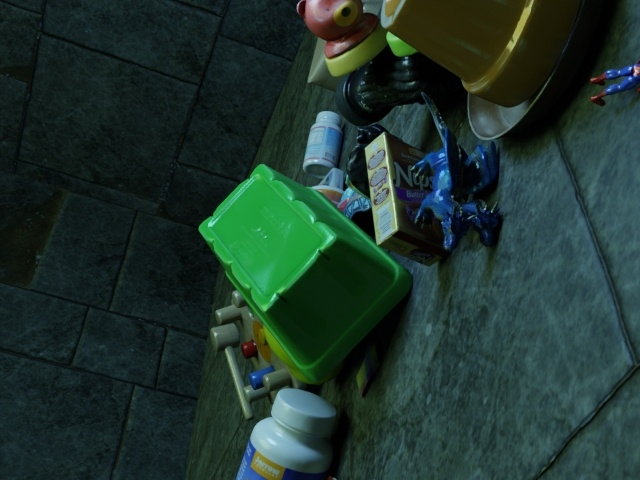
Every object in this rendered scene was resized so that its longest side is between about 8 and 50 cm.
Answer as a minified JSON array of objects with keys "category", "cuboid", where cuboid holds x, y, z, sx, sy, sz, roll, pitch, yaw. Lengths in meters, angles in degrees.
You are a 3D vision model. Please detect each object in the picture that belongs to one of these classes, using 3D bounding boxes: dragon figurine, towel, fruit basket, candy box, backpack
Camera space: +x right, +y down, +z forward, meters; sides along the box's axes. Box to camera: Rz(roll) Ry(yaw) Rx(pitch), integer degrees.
[{"category":"dragon figurine","cuboid":[0.194,-0.101,1.226,0.144,0.085,0.289,134,146,-60]},{"category":"towel","cuboid":[0.081,0.220,1.481,0.060,0.009,0.083,-95,26,-61]},{"category":"fruit basket","cuboid":[-0.013,0.092,1.552,0.283,0.392,0.392,-46,14,1]},{"category":"candy box","cuboid":[0.130,-0.064,1.320,0.053,0.109,0.187,-39,44,38]},{"category":"backpack","cuboid":[0.109,-0.126,1.511,0.115,0.152,0.182,-56,4,16]}]

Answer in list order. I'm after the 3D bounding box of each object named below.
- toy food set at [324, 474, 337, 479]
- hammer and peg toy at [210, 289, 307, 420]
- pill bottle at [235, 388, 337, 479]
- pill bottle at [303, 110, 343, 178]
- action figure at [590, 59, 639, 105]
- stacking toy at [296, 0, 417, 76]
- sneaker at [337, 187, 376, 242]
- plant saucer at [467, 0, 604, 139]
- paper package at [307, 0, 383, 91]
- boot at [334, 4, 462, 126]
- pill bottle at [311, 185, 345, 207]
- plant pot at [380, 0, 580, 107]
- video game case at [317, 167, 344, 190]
[{"category":"toy food set","cuboid":[0.012,0.439,1.470,0.083,0.020,0.083,145,141,-71]},{"category":"hammer and peg toy","cuboid":[-0.126,0.235,1.906,0.266,0.127,0.361,68,158,11]},{"category":"pill bottle","cuboid":[-0.066,0.408,1.540,0.152,0.152,0.272,-123,51,-74]},{"category":"pill bottle","cuboid":[0.010,-0.243,2.214,0.087,0.087,0.160,132,153,-62]},{"category":"action figure","cuboid":[0.324,-0.170,0.894,0.115,0.030,0.038,156,124,-68]},{"category":"stacking toy","cuboid":[0.130,-0.402,1.328,0.309,0.130,0.279,-47,24,-16]},{"category":"sneaker","cuboid":[0.053,0.011,1.666,0.125,0.104,0.262,-104,31,-60]},{"category":"plant saucer","cuboid":[0.286,-0.274,1.147,0.310,0.050,0.311,-164,90,-78]},{"category":"paper package","cuboid":[0.120,-0.506,1.898,0.325,0.168,0.310,131,155,-63]},{"category":"boot","cuboid":[0.185,-0.348,1.475,0.260,0.131,0.348,-17,41,62]},{"category":"pill bottle","cuboid":[0.000,0.000,1.844,0.121,0.121,0.216,124,161,-53]},{"category":"plant pot","cuboid":[0.183,-0.289,1.068,0.205,0.187,0.205,-163,90,-77]},{"category":"video game case","cuboid":[-0.042,0.032,2.084,0.329,0.036,0.300,-47,29,47]}]
